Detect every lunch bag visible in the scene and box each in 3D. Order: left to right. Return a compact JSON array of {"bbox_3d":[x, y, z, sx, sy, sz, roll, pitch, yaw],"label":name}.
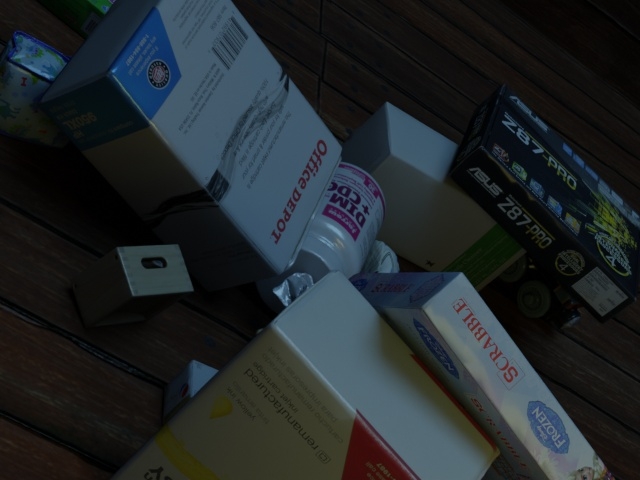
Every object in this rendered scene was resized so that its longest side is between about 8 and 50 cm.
[{"bbox_3d":[-0.407,-0.209,1.713,0.151,0.129,0.096,28,36,-24],"label":"lunch bag"}]

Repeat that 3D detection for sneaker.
[{"bbox_3d":[0.094,0.091,1.991,0.086,0.085,0.237,43,34,-18],"label":"sneaker"}]

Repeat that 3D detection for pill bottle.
[{"bbox_3d":[0.000,0.000,1.909,0.160,0.160,0.283,40,32,-8],"label":"pill bottle"}]

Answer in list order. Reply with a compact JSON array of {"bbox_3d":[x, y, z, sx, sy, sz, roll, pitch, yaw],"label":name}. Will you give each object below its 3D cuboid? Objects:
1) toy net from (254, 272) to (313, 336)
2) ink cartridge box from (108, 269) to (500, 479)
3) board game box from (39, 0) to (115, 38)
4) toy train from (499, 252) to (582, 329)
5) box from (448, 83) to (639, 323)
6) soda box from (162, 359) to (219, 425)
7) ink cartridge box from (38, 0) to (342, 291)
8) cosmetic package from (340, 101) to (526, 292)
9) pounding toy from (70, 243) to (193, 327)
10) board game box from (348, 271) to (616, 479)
[{"bbox_3d":[-0.038,0.153,1.715,0.122,0.045,0.232,28,66,-16],"label":"toy net"},{"bbox_3d":[-0.036,0.266,1.362,0.279,0.384,0.160,47,35,3],"label":"ink cartridge box"},{"bbox_3d":[-0.402,-0.485,2.089,0.242,0.064,0.316,38,33,-11],"label":"board game box"},{"bbox_3d":[0.444,0.010,2.377,0.142,0.190,0.334,-1,54,-49],"label":"toy train"},{"bbox_3d":[0.424,-0.074,2.178,0.395,0.097,0.318,43,29,-8],"label":"box"},{"bbox_3d":[-0.104,0.242,1.599,0.216,0.074,0.069,27,37,-27],"label":"soda box"},{"bbox_3d":[-0.172,-0.162,1.730,0.395,0.166,0.285,51,44,-28],"label":"ink cartridge box"},{"bbox_3d":[0.204,-0.073,2.193,0.365,0.197,0.155,26,38,-27],"label":"cosmetic package"},{"bbox_3d":[-0.254,0.051,1.610,0.141,0.130,0.100,-3,68,-50],"label":"pounding toy"},{"bbox_3d":[0.168,0.177,1.396,0.066,0.318,0.319,-40,102,-16],"label":"board game box"}]
